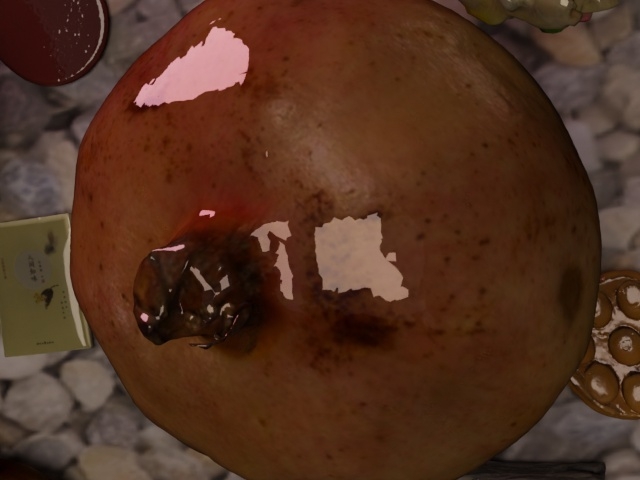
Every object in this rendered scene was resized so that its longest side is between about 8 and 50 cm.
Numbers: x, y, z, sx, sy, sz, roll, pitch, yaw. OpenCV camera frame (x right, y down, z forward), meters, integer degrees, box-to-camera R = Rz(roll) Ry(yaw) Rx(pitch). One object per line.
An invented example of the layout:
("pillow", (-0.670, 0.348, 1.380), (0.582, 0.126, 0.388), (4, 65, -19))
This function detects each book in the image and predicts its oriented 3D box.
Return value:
("book", (-0.227, 0.037, 0.876), (0.077, 0.014, 0.111), (-7, 96, 12))

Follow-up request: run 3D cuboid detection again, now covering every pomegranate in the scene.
("pomegranate", (0.000, 0.000, 0.667), (0.338, 0.338, 0.338), (2, 98, 12))

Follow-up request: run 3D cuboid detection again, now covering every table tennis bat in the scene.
("table tennis bat", (-0.235, -0.185, 0.848), (0.154, 0.019, 0.098), (34, 103, 3))

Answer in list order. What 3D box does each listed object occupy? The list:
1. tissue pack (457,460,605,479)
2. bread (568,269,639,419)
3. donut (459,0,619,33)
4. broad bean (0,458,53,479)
("tissue pack", (0.154, 0.236, 0.798), (0.108, 0.060, 0.148), (-1, 98, 13))
("bread", (0.219, 0.075, 0.781), (0.110, 0.024, 0.110), (1, 97, 11))
("donut", (0.167, -0.323, 0.639), (0.371, 0.150, 0.307), (-46, 63, 26))
("broad bean", (-0.236, 0.249, 0.874), (0.114, 0.084, 0.165), (-33, 96, 30))
